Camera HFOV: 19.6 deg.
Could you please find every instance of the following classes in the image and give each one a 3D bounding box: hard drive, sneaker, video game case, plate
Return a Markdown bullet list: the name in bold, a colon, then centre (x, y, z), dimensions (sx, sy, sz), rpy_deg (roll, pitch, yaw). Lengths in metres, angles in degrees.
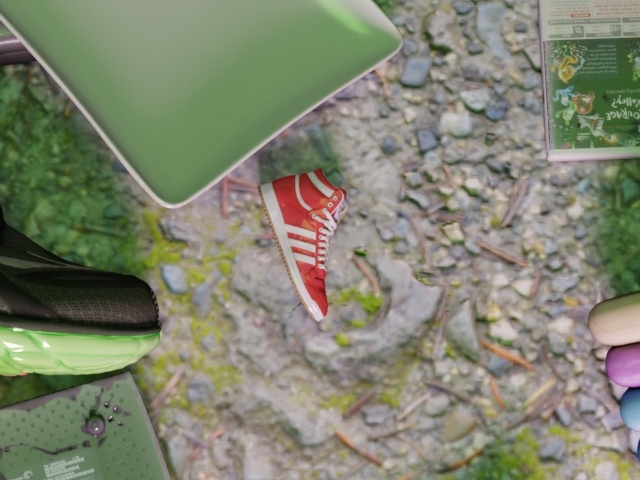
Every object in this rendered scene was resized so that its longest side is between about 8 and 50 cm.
- **hard drive**: centre (-0.185, 0.244, 1.423), dimensions (0.172, 0.054, 0.255), rpy_deg (-16, 83, -2)
- **sneaker**: centre (-0.327, -0.037, 1.370), dimensions (0.482, 0.185, 0.202), rpy_deg (26, 83, -12)
- **video game case**: centre (0.272, -0.152, 1.495), dimensions (0.190, 0.022, 0.173), rpy_deg (-2, 82, -1)
- **plate**: centre (-0.115, -0.183, 1.442), dimensions (0.277, 0.045, 0.278), rpy_deg (48, 56, 7)
- **sneaker**: centre (0.000, 0.000, 1.463), dimensions (0.067, 0.042, 0.118), rpy_deg (-21, 81, 0)

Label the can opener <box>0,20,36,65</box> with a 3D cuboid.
- **can opener**: centre (-0.321, -0.180, 1.471), dimensions (0.283, 0.076, 0.095), rpy_deg (-9, 83, -2)

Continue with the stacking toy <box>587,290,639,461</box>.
- **stacking toy**: centre (0.309, 0.192, 1.399), dimensions (0.141, 0.141, 0.330), rpy_deg (-15, 87, -2)
